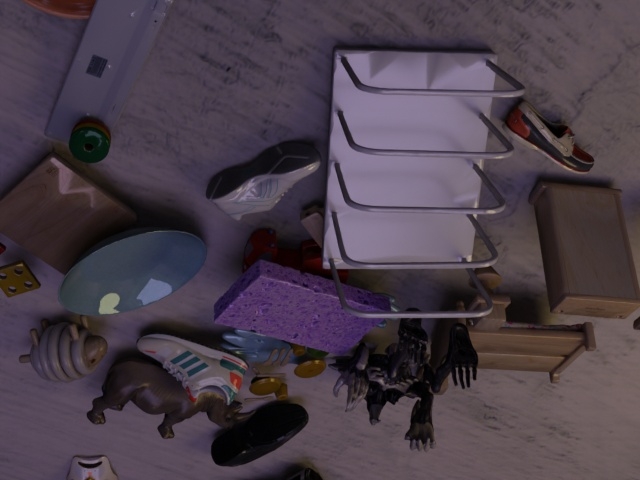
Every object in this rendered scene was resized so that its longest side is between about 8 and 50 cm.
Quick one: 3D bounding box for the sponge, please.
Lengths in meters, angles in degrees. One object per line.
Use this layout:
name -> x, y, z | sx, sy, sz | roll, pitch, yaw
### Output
sponge -> -0.021, 0.090, 1.169 | 0.210, 0.031, 0.117 | 19, 135, -31

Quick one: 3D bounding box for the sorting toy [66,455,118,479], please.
sorting toy -> -0.367, 0.376, 1.432 | 0.083, 0.045, 0.075 | 0, 108, -7

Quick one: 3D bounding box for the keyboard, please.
keyboard -> -0.238, -0.191, 0.997 | 0.072, 0.014, 0.256 | 22, 133, -17

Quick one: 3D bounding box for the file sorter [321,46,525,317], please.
file sorter -> 0.111, -0.063, 1.029 | 0.193, 0.173, 0.277 | 0, 114, -6

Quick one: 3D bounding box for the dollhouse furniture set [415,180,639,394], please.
dollhouse furniture set -> 0.324, 0.087, 1.281 | 0.303, 0.173, 0.355 | 5, 150, -10

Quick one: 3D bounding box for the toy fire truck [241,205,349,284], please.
toy fire truck -> 0.000, 0.000, 1.177 | 0.192, 0.047, 0.135 | 6, 126, -12

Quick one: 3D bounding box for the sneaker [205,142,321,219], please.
sneaker -> -0.064, -0.073, 1.117 | 0.152, 0.053, 0.061 | -21, 136, 17

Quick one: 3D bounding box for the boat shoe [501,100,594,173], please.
boat shoe -> 0.291, -0.127, 1.118 | 0.137, 0.049, 0.043 | 26, 118, -18

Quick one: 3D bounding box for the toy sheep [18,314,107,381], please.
toy sheep -> -0.352, 0.152, 1.231 | 0.132, 0.091, 0.091 | -7, 129, 16

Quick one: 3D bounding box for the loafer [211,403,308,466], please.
loafer -> -0.087, 0.303, 1.400 | 0.170, 0.062, 0.061 | -26, 148, 17

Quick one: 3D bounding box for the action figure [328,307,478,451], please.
action figure -> 0.100, 0.199, 1.231 | 0.164, 0.141, 0.275 | 23, 148, -6

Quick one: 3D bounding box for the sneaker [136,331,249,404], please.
sneaker -> -0.185, 0.181, 1.255 | 0.161, 0.075, 0.057 | 17, 159, -4

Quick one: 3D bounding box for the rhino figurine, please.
rhino figurine -> -0.207, 0.232, 1.314 | 0.243, 0.073, 0.106 | 15, 116, -21

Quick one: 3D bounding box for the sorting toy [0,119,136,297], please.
sorting toy -> -0.325, -0.034, 1.112 | 0.274, 0.046, 0.132 | -36, 124, 21

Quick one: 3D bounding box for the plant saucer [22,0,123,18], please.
plant saucer -> -0.250, -0.324, 0.908 | 0.200, 0.037, 0.200 | -3, 127, -4

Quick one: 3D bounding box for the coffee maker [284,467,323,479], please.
coffee maker -> -0.065, 0.465, 1.498 | 0.178, 0.120, 0.171 | -20, 150, 10

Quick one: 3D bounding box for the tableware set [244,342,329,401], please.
tableware set -> -0.046, 0.186, 1.297 | 0.104, 0.024, 0.154 | 2, 141, -23

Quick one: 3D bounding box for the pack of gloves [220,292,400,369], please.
pack of gloves -> -0.016, 0.109, 1.258 | 0.232, 0.046, 0.195 | 9, 138, -23

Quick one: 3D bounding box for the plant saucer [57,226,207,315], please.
plant saucer -> -0.242, 0.030, 1.146 | 0.195, 0.037, 0.195 | -22, 156, -10
